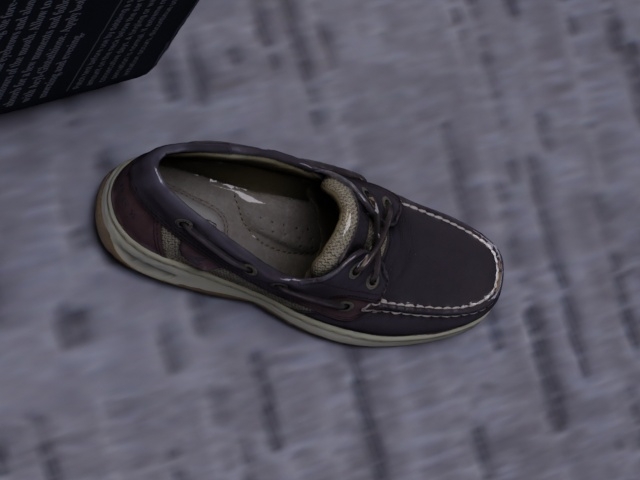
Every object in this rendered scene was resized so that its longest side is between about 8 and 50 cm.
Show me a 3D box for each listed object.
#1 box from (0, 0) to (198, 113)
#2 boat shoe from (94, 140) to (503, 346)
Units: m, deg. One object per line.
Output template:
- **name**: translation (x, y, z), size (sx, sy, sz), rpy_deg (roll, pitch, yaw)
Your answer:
- **box**: translation (-0.292, -0.214, 1.006), size (0.395, 0.212, 0.293), rpy_deg (-18, 78, -28)
- **boat shoe**: translation (0.000, 0.000, 1.161), size (0.285, 0.092, 0.103), rpy_deg (16, 70, -20)
